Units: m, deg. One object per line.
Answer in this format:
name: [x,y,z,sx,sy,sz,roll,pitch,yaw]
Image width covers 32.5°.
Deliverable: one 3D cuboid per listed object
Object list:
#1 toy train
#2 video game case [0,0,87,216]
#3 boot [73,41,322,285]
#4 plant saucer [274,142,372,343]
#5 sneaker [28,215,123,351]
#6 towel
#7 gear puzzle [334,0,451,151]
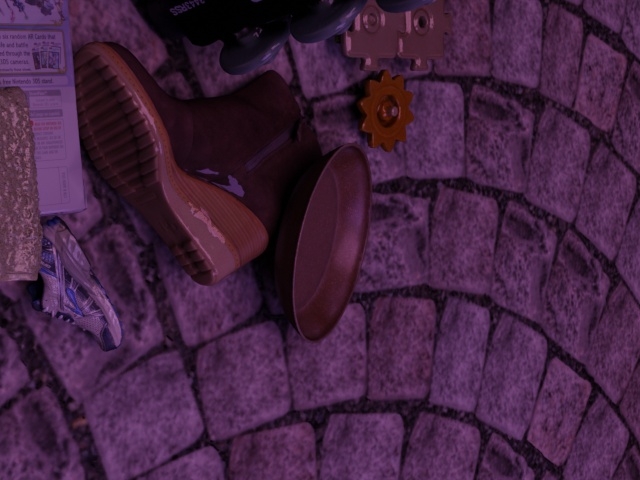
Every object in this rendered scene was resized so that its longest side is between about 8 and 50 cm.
toy train: [-0.002,-0.263,0.910,0.142,0.334,0.190,47,47,-33]
video game case: [-0.310,-0.130,0.798,0.269,0.061,0.244,-9,100,-42]
boot: [-0.104,-0.105,0.996,0.207,0.090,0.248,-52,124,-42]
plant saucer: [0.000,0.000,1.068,0.198,0.036,0.198,12,90,-69]
sneaker: [-0.211,0.044,0.912,0.058,0.052,0.135,-31,124,-13]
towel: [-0.253,-0.038,0.797,0.110,0.027,0.148,-10,99,-43]
gear puzzle: [0.069,-0.264,1.163,0.175,0.044,0.339,-9,101,-44]
